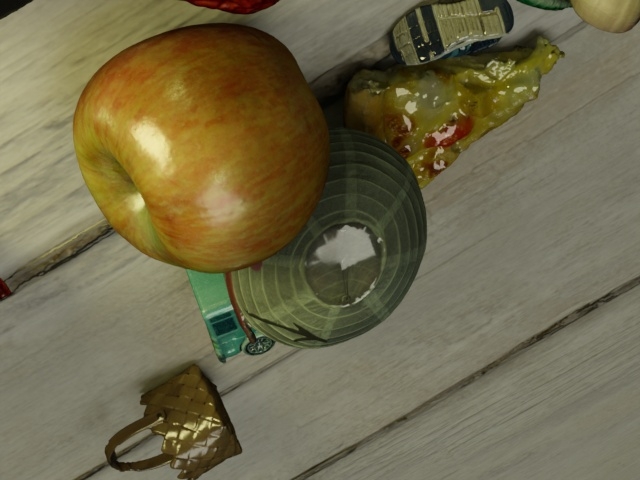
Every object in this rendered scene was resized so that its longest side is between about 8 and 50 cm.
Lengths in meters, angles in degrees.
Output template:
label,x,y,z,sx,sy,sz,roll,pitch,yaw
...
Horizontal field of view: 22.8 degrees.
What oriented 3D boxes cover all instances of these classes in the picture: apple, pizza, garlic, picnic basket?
label,x,y,z,sx,sy,sz,roll,pitch,yaw
apple,-0.111,-0.100,1.627,0.264,0.264,0.264,-18,147,-12
pizza,0.162,-0.160,1.894,0.287,0.075,0.280,-28,149,6
garlic,0.345,-0.319,1.771,0.128,0.090,0.198,-51,162,-43
picnic basket,-0.212,0.273,2.208,0.178,0.138,0.128,-26,145,-2

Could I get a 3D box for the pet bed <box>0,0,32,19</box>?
label,x,y,z,sx,sy,sz,roll,pitch,yaw
pet bed,-0.368,-0.251,1.345,0.211,0.159,0.183,-26,174,5

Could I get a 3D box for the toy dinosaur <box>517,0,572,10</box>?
label,x,y,z,sx,sy,sz,roll,pitch,yaw
toy dinosaur,0.213,-0.314,1.709,0.383,0.076,0.129,13,139,-40

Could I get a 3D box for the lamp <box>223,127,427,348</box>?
label,x,y,z,sx,sy,sz,roll,pitch,yaw
lamp,0.000,0.000,1.815,0.233,0.233,0.265,4,102,-38

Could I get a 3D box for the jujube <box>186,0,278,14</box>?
label,x,y,z,sx,sy,sz,roll,pitch,yaw
jujube,-0.099,-0.276,1.518,0.176,0.109,0.112,4,104,-34

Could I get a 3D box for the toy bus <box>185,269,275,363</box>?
label,x,y,z,sx,sy,sz,roll,pitch,yaw
toy bus,-0.036,0.037,1.997,0.256,0.128,0.147,-21,146,-2

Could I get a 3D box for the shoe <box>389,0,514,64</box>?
label,x,y,z,sx,sy,sz,roll,pitch,yaw
shoe,0.147,-0.234,1.795,0.143,0.064,0.071,-17,170,0

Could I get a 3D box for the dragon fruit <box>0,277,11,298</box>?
label,x,y,z,sx,sy,sz,roll,pitch,yaw
dragon fruit,-0.539,0.123,1.683,0.330,0.240,0.302,-42,126,14
